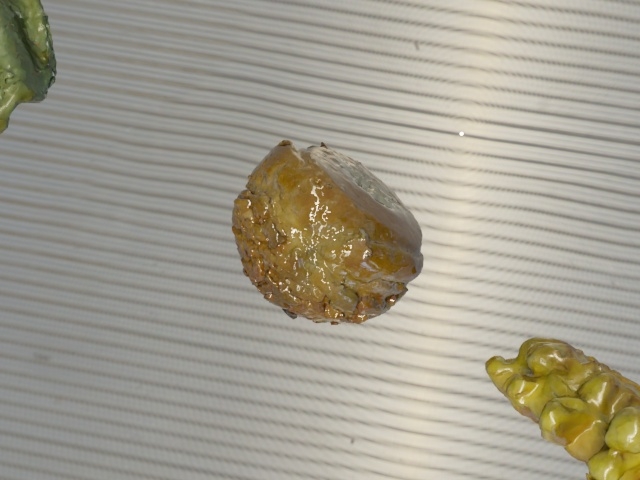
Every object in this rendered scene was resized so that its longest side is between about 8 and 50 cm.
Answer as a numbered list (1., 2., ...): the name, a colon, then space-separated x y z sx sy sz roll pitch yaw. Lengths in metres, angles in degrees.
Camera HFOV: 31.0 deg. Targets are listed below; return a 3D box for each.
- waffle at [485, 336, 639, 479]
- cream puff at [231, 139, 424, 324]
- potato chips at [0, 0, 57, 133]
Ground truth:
1. waffle: 0.223 0.131 0.706 0.259 0.293 0.069 30 92 2
2. cream puff: 0.000 0.000 0.858 0.115 0.165 0.150 -50 46 13
3. potato chips: -0.378 -0.245 0.852 0.070 0.358 0.429 -31 75 30
